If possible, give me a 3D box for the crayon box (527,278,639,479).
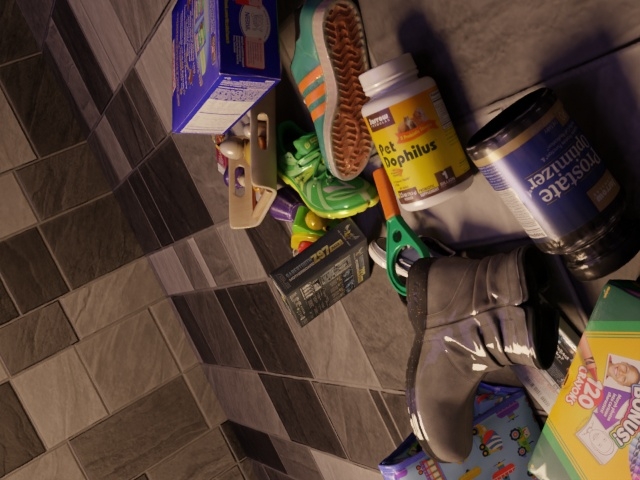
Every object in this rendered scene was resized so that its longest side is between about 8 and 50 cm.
[{"bbox_3d":[0.385,0.207,0.874,0.165,0.081,0.279,32,112,44],"label":"crayon box"}]

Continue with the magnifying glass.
[{"bbox_3d":[0.134,-0.017,1.231,0.092,0.026,0.231,-33,67,47],"label":"magnifying glass"}]

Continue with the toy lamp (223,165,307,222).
[{"bbox_3d":[-0.123,-0.110,1.631,0.274,0.080,0.080,35,143,46],"label":"toy lamp"}]

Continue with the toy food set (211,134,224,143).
[{"bbox_3d":[-0.260,-0.282,1.769,0.078,0.019,0.122,40,147,37],"label":"toy food set"}]

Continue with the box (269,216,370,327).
[{"bbox_3d":[0.007,0.067,1.374,0.059,0.183,0.233,52,172,20],"label":"box"}]

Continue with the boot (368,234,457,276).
[{"bbox_3d":[0.163,0.019,1.261,0.190,0.069,0.086,31,132,36],"label":"boot"}]

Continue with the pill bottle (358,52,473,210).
[{"bbox_3d":[0.136,-0.160,1.062,0.117,0.117,0.215,-9,108,63],"label":"pill bottle"}]

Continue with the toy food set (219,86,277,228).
[{"bbox_3d":[-0.153,-0.168,1.474,0.306,0.092,0.220,133,137,-70],"label":"toy food set"}]

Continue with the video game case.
[{"bbox_3d":[0.338,0.165,1.125,0.190,0.022,0.173,52,153,21],"label":"video game case"}]

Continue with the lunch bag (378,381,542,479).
[{"bbox_3d":[0.246,0.414,1.221,0.138,0.293,0.221,-10,106,63],"label":"lunch bag"}]

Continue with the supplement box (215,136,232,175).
[{"bbox_3d":[-0.218,-0.200,1.733,0.043,0.055,0.083,43,149,32],"label":"supplement box"}]

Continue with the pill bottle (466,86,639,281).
[{"bbox_3d":[0.286,-0.063,0.864,0.219,0.123,0.122,51,155,-7],"label":"pill bottle"}]

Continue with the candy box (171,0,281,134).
[{"bbox_3d":[-0.186,-0.367,1.329,0.317,0.122,0.269,-20,71,62],"label":"candy box"}]

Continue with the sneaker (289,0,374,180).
[{"bbox_3d":[0.018,-0.255,1.209,0.121,0.108,0.302,26,129,51],"label":"sneaker"}]

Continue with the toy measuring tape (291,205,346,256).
[{"bbox_3d":[0.000,0.000,1.507,0.121,0.121,0.330,56,170,11],"label":"toy measuring tape"}]

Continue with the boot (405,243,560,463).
[{"bbox_3d":[0.242,0.180,1.068,0.222,0.118,0.339,-4,93,46],"label":"boot"}]

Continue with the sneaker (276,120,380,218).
[{"bbox_3d":[-0.006,-0.137,1.351,0.295,0.109,0.124,37,149,41],"label":"sneaker"}]

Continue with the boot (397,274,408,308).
[{"bbox_3d":[0.214,0.147,1.288,0.198,0.076,0.137,53,175,50],"label":"boot"}]
